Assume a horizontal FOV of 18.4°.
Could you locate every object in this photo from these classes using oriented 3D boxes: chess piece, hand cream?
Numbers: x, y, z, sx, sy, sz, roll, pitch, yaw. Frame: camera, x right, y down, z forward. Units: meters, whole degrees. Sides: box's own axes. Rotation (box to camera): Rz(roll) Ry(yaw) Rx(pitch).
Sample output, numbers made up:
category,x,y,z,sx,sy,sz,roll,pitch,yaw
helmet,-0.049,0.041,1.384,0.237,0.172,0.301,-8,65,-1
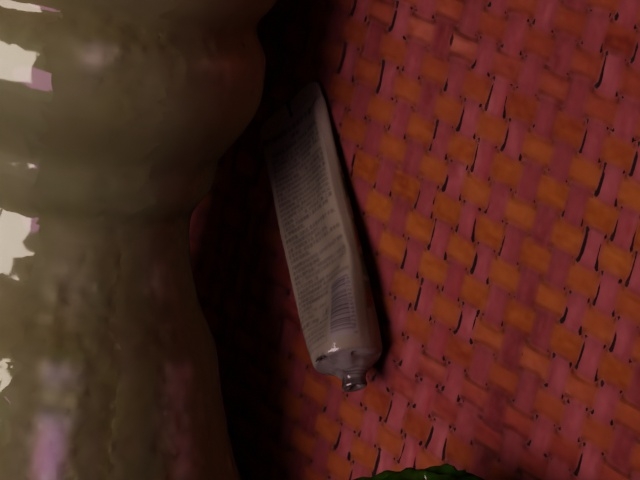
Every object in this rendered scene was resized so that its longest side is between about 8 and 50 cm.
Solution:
category,x,y,z,sx,sy,sz,roll,pitch,yaw
chess piece,-0.133,0.011,1.017,0.234,0.234,0.442,21,108,47
hand cream,0.000,0.000,1.024,0.057,0.037,0.165,-37,57,44

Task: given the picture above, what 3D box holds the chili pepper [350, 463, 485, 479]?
category,x,y,z,sx,sy,sz,roll,pitch,yaw
chili pepper,0.051,0.301,0.866,0.167,0.213,0.385,-2,95,7
